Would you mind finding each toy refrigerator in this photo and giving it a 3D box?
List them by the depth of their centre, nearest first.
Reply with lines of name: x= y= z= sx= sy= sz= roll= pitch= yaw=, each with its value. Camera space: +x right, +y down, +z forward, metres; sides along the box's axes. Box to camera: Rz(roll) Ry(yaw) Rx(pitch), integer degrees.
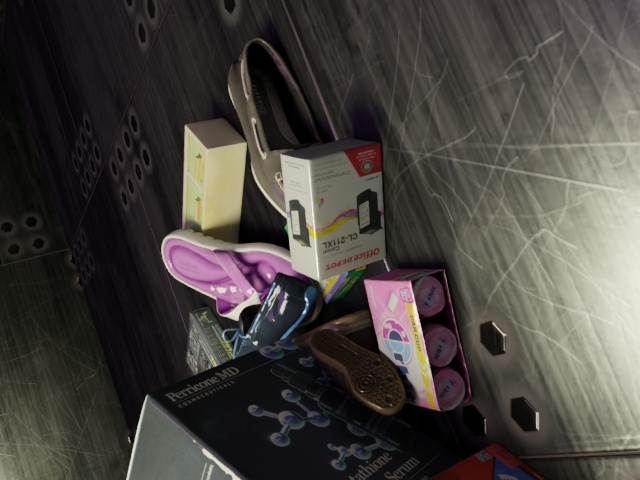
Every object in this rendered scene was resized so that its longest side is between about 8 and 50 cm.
toy refrigerator: x=-0.221 y=-0.098 z=1.384 sx=0.102 sy=0.094 sz=0.270 roll=47 pitch=140 yaw=38

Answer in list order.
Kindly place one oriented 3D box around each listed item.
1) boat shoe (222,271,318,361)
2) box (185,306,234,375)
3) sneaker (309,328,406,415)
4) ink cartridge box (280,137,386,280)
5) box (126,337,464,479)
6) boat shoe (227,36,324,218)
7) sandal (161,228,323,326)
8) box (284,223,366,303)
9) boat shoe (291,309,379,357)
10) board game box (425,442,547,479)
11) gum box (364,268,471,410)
boat shoe: x=-0.099 y=0.140 z=1.185 sx=0.089 sy=0.109 sz=0.258 roll=37 pitch=120 yaw=-4
box: x=-0.252 y=0.305 z=1.661 sx=0.233 sy=0.059 sz=0.183 roll=50 pitch=143 yaw=36
sneaker: x=0.058 y=0.195 z=0.984 sx=0.188 sy=0.066 sz=0.071 roll=37 pitch=155 yaw=45
ink cartridge box: x=0.022 y=-0.046 z=0.974 sx=0.072 sy=0.127 sz=0.175 roll=20 pitch=122 yaw=51
box: x=-0.023 y=0.350 z=0.946 sx=0.395 sy=0.293 sz=0.212 roll=29 pitch=115 yaw=29
boat shoe: x=-0.061 y=-0.170 z=1.069 sx=0.335 sy=0.112 sz=0.095 roll=64 pitch=153 yaw=22
sandal: x=-0.170 y=0.085 z=1.296 sx=0.416 sy=0.102 sz=0.169 roll=11 pitch=123 yaw=39
box: x=0.000 y=0.000 z=1.118 sx=0.179 sy=0.043 sz=0.105 roll=62 pitch=148 yaw=23
boat shoe: x=0.004 y=0.197 z=1.149 sx=0.285 sy=0.102 sz=0.092 roll=-38 pitch=66 yaw=52
board game box: x=0.248 y=0.337 z=0.765 sx=0.281 sy=0.145 sz=0.027 roll=30 pitch=129 yaw=50
gum box: x=0.132 y=0.136 z=0.942 sx=0.107 sy=0.062 sz=0.188 roll=-3 pitch=101 yaw=60
